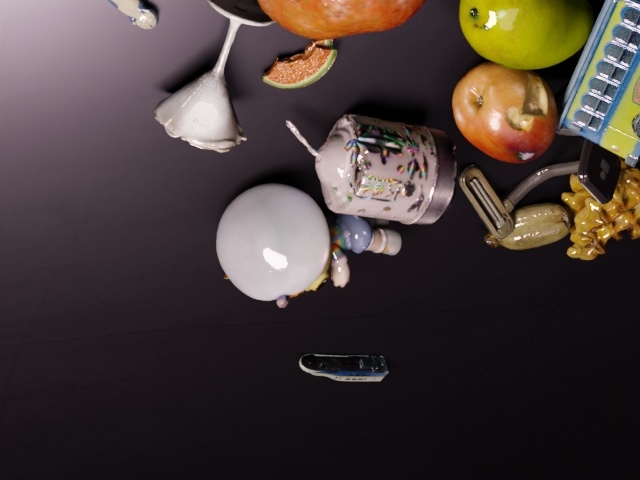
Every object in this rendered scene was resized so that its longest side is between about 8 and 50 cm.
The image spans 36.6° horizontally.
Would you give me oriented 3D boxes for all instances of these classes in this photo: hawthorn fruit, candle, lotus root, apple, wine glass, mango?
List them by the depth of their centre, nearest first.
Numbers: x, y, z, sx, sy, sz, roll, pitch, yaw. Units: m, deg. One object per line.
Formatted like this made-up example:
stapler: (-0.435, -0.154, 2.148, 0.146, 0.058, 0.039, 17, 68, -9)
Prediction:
hawthorn fruit: (0.018, -0.449, 1.272, 0.284, 0.285, 0.369, -19, 135, -3)
wine glass: (-0.157, -0.273, 1.505, 0.156, 0.156, 0.232, 5, 129, -28)
mango: (0.348, -0.372, 1.618, 0.293, 0.143, 0.175, 3, 122, -41)
candle: (0.081, -0.134, 1.727, 0.330, 0.187, 0.187, 7, 132, -27)
apple: (0.328, -0.234, 1.729, 0.199, 0.199, 0.199, -12, 139, -11)
lotus root: (0.442, -0.026, 2.073, 0.183, 0.090, 0.077, -17, 168, 17)

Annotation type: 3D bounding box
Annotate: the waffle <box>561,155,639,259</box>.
waffle: (0.685, -0.078, 2.087, 0.324, 0.151, 0.261, -5, 141, -21)

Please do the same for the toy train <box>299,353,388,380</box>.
toy train: (0.048, 0.302, 2.297, 0.233, 0.052, 0.051, 5, 138, -28)

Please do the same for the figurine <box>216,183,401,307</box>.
figurine: (-0.014, -0.023, 1.833, 0.381, 0.224, 0.205, -21, 152, -46)

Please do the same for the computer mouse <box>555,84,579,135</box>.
computer mouse: (0.555, -0.269, 1.870, 0.231, 0.071, 0.126, -27, 140, 5)

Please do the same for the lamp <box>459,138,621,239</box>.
lamp: (0.433, -0.134, 1.938, 0.283, 0.125, 0.203, -20, 136, 35)

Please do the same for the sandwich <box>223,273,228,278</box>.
sandwich: (-0.164, 0.062, 1.943, 0.031, 0.044, 0.083, 16, 125, -30)

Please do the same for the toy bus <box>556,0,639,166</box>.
toy bus: (0.546, -0.299, 1.658, 0.152, 0.190, 0.312, -52, 163, -38)

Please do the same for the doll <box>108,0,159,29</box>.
doll: (-0.288, -0.354, 1.436, 0.037, 0.027, 0.125, -31, 140, 23)

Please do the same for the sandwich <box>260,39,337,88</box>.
sandwich: (-0.034, -0.292, 1.617, 0.135, 0.029, 0.067, -23, 135, 3)
